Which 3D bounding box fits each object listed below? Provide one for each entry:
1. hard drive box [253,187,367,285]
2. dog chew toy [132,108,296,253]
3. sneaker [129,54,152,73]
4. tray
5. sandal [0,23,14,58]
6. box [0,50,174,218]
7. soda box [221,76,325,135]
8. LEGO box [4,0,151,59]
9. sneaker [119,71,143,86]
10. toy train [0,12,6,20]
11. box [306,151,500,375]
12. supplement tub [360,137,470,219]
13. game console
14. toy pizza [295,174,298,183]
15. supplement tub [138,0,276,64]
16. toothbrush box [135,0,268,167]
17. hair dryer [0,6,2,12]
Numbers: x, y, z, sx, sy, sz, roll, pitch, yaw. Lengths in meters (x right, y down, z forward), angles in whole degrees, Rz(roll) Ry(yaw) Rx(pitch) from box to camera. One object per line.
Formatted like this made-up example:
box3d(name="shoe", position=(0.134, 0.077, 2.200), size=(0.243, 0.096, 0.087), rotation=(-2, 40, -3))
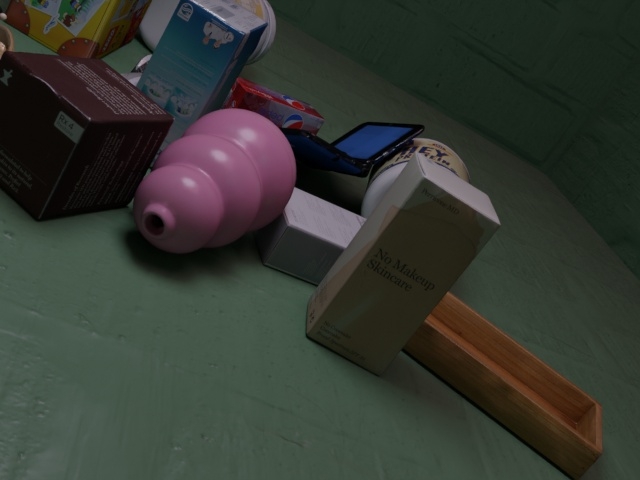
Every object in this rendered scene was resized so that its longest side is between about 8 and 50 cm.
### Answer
box3d(name="hard drive box", position=(0.000, 0.000, 1.448), size=(0.232, 0.089, 0.181), rotation=(24, 23, -26))
box3d(name="dog chew toy", position=(-0.171, -0.083, 1.245), size=(0.206, 0.206, 0.332), rotation=(36, 31, 5))
box3d(name="sneaker", position=(-0.352, -0.358, 1.753), size=(0.077, 0.072, 0.178), rotation=(46, 27, 1))
box3d(name="tray", position=(0.306, 0.228, 1.422), size=(0.411, 0.076, 0.203), rotation=(38, 21, 8))
box3d(name="sandal", position=(-0.545, -0.294, 1.296), size=(0.079, 0.088, 0.240), rotation=(19, 30, -48))
box3d(name="box", position=(-0.357, -0.153, 1.151), size=(0.168, 0.167, 0.203), rotation=(39, 22, 14))
box3d(name="soda box", position=(-0.119, -0.319, 1.981), size=(0.263, 0.083, 0.092), rotation=(13, 29, -42))
box3d(name="LEGO box", position=(-0.424, -0.660, 1.697), size=(0.193, 0.500, 0.372), rotation=(30, 22, -9))
box3d(name="sneaker", position=(-0.396, -0.273, 1.444), size=(0.115, 0.105, 0.281), rotation=(35, 21, 5))
box3d(name="toy train", position=(-0.612, -0.371, 1.336), size=(0.125, 0.046, 0.166), rotation=(-8, 22, 11))
box3d(name="box", position=(0.120, 0.037, 1.229), size=(0.148, 0.311, 0.121), rotation=(30, 21, -11))
box3d(name="supplement tub", position=(0.216, -0.093, 1.765), size=(0.235, 0.235, 0.325), rotation=(32, 21, -5))
box3d(name="game console", position=(0.037, -0.245, 1.780), size=(0.250, 0.173, 0.293), rotation=(28, -4, -26))
box3d(name="toy pizza", position=(-0.132, -0.187, 1.745), size=(0.201, 0.032, 0.201), rotation=(29, 21, -12))
box3d(name="supplement tub", position=(-0.286, -0.571, 2.070), size=(0.241, 0.241, 0.331), rotation=(41, 22, 19))
box3d(name="toothbrush box", position=(-0.235, -0.291, 1.453), size=(0.126, 0.295, 0.216), rotation=(31, 22, -4))
box3d(name="hair dryer", position=(-0.726, -0.497, 1.448), size=(0.223, 0.080, 0.293), rotation=(32, -4, 1))
